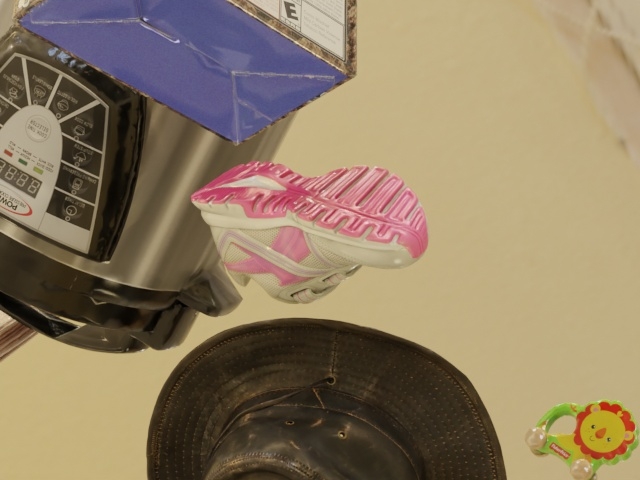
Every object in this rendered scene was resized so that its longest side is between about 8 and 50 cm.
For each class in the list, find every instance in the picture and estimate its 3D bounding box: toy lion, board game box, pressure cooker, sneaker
[{"bbox_3d":[0.279,0.203,1.715,0.100,0.096,0.034,33,168,34],"label":"toy lion"},{"bbox_3d":[-0.098,-0.265,1.300,0.141,0.232,0.291,-27,48,38],"label":"board game box"},{"bbox_3d":[-0.239,-0.096,1.742,0.420,0.375,0.370,-61,35,16],"label":"pressure cooker"},{"bbox_3d":[0.000,0.000,1.464,0.252,0.103,0.111,10,126,44],"label":"sneaker"}]

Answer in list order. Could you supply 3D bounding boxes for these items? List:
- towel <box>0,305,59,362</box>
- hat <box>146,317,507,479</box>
[{"bbox_3d":[-0.428,0.133,1.963,0.331,0.317,0.053,-27,98,34],"label":"towel"},{"bbox_3d":[-0.004,0.225,1.434,0.134,0.331,0.331,-65,-38,-73],"label":"hat"}]
